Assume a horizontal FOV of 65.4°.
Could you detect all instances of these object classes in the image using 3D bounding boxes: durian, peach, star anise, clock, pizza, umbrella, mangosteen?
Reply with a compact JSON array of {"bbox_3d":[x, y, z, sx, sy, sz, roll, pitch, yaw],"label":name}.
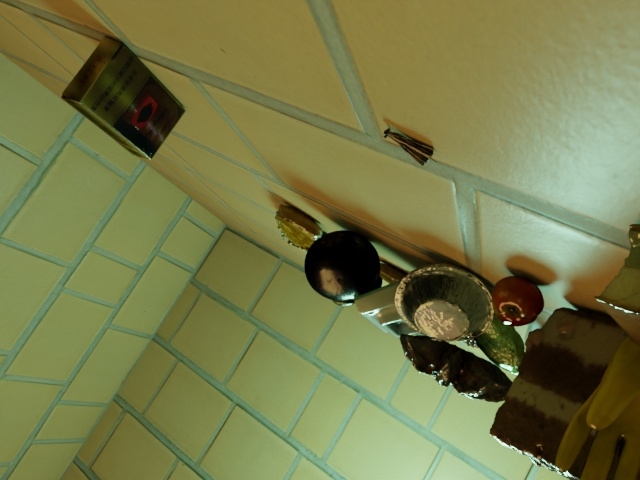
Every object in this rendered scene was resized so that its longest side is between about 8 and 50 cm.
[{"bbox_3d":[0.443,0.242,1.259,0.250,0.101,0.139,61,-174,-23],"label":"durian"},{"bbox_3d":[0.372,0.112,0.943,0.101,0.100,0.100,31,172,5],"label":"peach"},{"bbox_3d":[0.346,0.331,1.295,0.332,0.117,0.332,26,180,0],"label":"star anise"},{"bbox_3d":[0.242,0.186,1.356,0.262,0.231,0.116,46,-155,-58],"label":"clock"},{"bbox_3d":[-0.074,-0.029,1.708,0.189,0.071,0.297,29,161,6],"label":"pizza"},{"bbox_3d":[0.122,-0.126,0.669,0.083,0.020,0.031,36,171,3],"label":"umbrella"},{"bbox_3d":[0.066,0.083,1.408,0.243,0.242,0.243,31,172,5],"label":"mangosteen"}]

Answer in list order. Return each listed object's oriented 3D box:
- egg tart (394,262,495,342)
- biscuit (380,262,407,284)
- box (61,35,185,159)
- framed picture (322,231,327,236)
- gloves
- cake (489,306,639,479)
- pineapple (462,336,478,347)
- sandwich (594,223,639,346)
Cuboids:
[{"bbox_3d":[0.283,0.159,1.160,0.235,0.094,0.233,11,128,15],"label":"egg tart"},{"bbox_3d":[0.303,0.153,1.596,0.295,0.044,0.186,29,175,21],"label":"biscuit"},{"bbox_3d":[-0.420,-0.300,1.093,0.071,0.159,0.240,26,169,24],"label":"box"},{"bbox_3d":[0.000,0.000,1.869,0.213,0.016,0.289,27,171,31],"label":"framed picture"},{"bbox_3d":[0.423,0.216,0.649,0.133,0.294,0.116,29,172,19],"label":"gloves"},{"bbox_3d":[0.509,0.301,0.862,0.256,0.290,0.282,34,171,-26],"label":"cake"},{"bbox_3d":[0.515,0.308,1.608,0.103,0.083,0.221,31,170,-4],"label":"pineapple"},{"bbox_3d":[0.413,0.075,0.486,0.186,0.108,0.220,36,173,-36],"label":"sandwich"}]
